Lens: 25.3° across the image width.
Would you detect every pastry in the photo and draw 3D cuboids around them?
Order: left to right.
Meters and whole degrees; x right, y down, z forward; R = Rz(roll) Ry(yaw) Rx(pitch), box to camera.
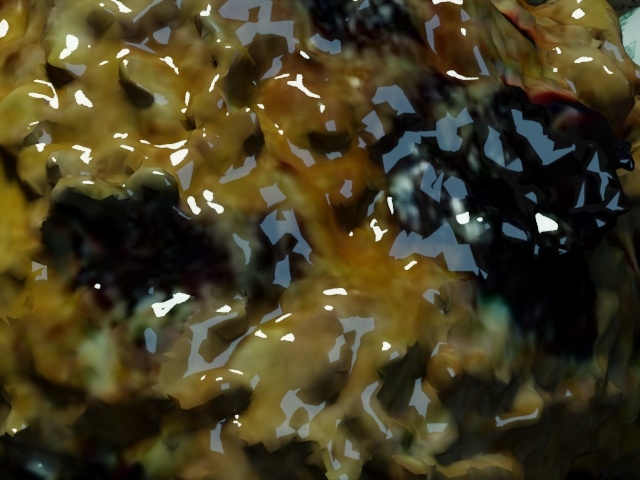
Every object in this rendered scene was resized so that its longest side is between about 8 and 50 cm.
[{"bbox_3d":[-0.009,0.007,0.609,0.405,0.292,0.337,28,48,-26],"label":"pastry"}]

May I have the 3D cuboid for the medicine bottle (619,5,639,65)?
[{"bbox_3d":[0.227,-0.079,0.811,0.141,0.293,0.141,12,68,-32],"label":"medicine bottle"}]
